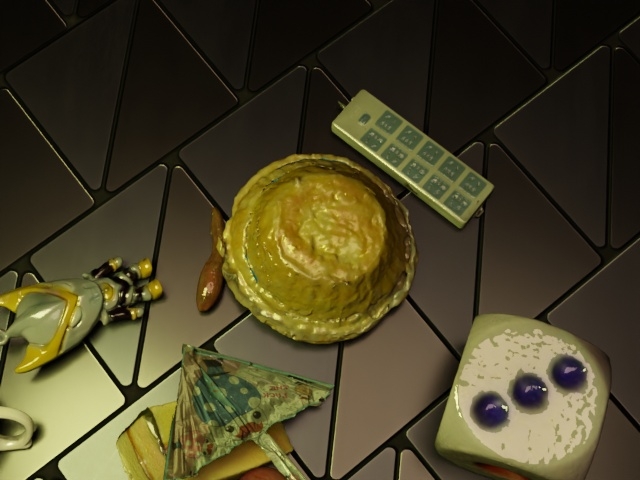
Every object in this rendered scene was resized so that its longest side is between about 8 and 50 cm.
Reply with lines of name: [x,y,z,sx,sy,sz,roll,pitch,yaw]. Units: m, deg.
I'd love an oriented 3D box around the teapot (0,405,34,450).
teapot: [-0.659,0.335,1.780,0.299,0.166,0.208,3,31,-8]

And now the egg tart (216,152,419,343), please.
egg tart: [0.000,0.000,1.893,0.387,0.169,0.388,2,71,-7]

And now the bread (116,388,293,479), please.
bread: [-0.210,0.376,1.830,0.264,0.163,0.168,-9,65,-38]

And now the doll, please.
doll: [-0.450,0.128,1.870,0.316,0.103,0.145,-21,97,-19]

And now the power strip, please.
power strip: [0.175,-0.167,2.010,0.367,0.043,0.106,38,75,10]

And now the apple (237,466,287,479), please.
apple: [-0.094,0.471,1.743,0.120,0.153,0.153,11,72,19]

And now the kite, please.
kite: [-0.135,0.314,1.771,0.406,0.014,0.368,-23,59,-41]

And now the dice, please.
dice: [0.352,0.288,1.772,0.259,0.243,0.251,17,73,7]

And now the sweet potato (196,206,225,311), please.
sweet potato: [-0.202,0.033,1.936,0.050,0.050,0.214,7,68,1]
